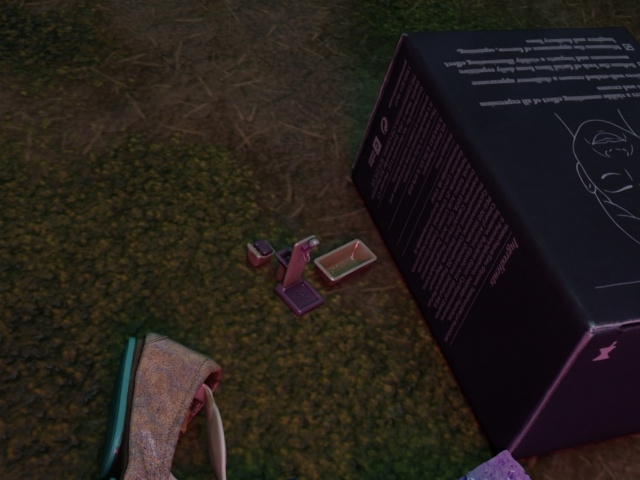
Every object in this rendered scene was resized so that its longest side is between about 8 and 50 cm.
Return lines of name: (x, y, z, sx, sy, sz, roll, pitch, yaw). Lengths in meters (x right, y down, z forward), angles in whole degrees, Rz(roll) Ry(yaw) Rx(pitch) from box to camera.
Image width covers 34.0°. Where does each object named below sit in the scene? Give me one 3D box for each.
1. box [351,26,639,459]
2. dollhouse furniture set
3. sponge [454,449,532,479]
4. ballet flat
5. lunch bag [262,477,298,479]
box: (0.254, -0.016, 1.067, 0.294, 0.212, 0.395, -6, 49, -24)
dollhouse furniture set: (0.000, 0.000, 1.058, 0.114, 0.081, 0.091, -25, 60, -35)
sponge: (0.117, 0.268, 0.878, 0.210, 0.031, 0.117, -20, 57, -33)
ballet flat: (-0.129, 0.202, 0.812, 0.106, 0.107, 0.316, 18, 46, -12)
lunch bag: (-0.038, 0.236, 0.832, 0.065, 0.067, 0.098, 2, 46, -17)
